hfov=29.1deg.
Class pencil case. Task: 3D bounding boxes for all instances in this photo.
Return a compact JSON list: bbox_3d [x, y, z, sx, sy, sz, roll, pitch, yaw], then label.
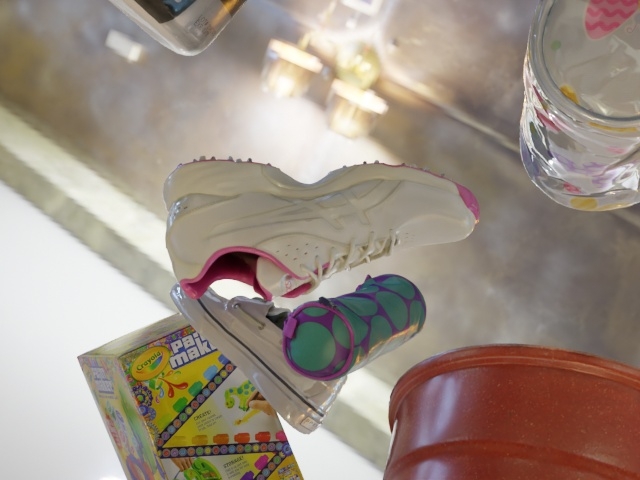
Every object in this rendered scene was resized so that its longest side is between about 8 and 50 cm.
[{"bbox_3d":[0.204,-0.099,0.888,0.124,0.113,0.273,58,-179,15],"label":"pencil case"},{"bbox_3d":[0.029,0.067,1.001,0.070,0.064,0.151,37,-158,19],"label":"pencil case"}]

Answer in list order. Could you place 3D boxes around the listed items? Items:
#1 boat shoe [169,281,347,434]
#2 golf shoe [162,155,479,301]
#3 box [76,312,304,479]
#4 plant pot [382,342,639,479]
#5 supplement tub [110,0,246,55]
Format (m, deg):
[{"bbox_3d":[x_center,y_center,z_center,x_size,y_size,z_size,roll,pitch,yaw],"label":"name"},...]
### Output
[{"bbox_3d":[-0.056,0.094,1.197,0.226,0.076,0.083,41,179,32],"label":"boat shoe"},{"bbox_3d":[0.000,0.000,1.178,0.306,0.115,0.140,0,-120,1],"label":"golf shoe"},{"bbox_3d":[-0.188,0.256,1.743,0.177,0.279,0.290,-23,-177,-22],"label":"box"},{"bbox_3d":[0.135,0.251,0.787,0.272,0.272,0.265,24,-125,-1],"label":"plant pot"},{"bbox_3d":[-0.073,-0.319,0.960,0.193,0.316,0.193,40,179,1],"label":"supplement tub"}]
